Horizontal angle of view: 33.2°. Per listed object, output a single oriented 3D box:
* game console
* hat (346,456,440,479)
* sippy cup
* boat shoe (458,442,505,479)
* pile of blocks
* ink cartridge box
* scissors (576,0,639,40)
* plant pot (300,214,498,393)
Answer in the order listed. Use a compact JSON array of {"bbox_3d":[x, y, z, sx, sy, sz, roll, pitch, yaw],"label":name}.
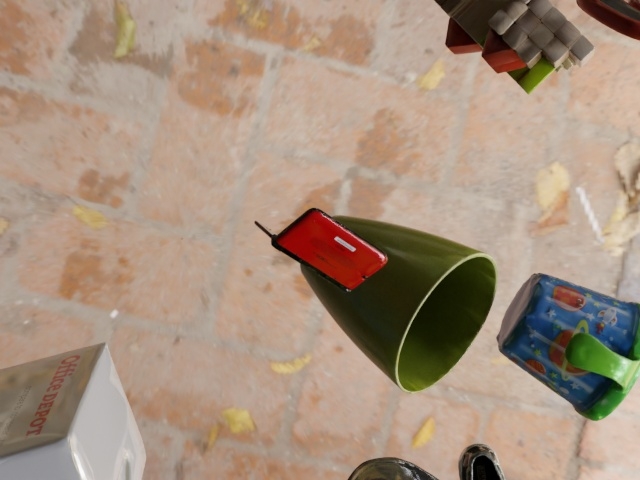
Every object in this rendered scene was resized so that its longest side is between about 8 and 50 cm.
[{"bbox_3d":[0.000,0.000,1.463,0.144,0.085,0.124,33,124,-30],"label":"game console"},{"bbox_3d":[0.162,0.480,1.605,0.331,0.134,0.331,14,70,-43],"label":"hat"},{"bbox_3d":[0.454,0.178,1.967,0.224,0.305,0.240,28,59,-1],"label":"sippy cup"},{"bbox_3d":[0.234,0.392,1.479,0.077,0.070,0.219,-14,89,1],"label":"boat shoe"},{"bbox_3d":[0.219,-0.245,1.295,0.149,0.362,0.112,42,103,-18],"label":"pile of blocks"},{"bbox_3d":[-0.331,0.219,0.959,0.307,0.223,0.129,-15,105,1],"label":"ink cartridge box"},{"bbox_3d":[0.326,-0.150,0.907,0.109,0.297,0.021,2,123,-26],"label":"scissors"},{"bbox_3d":[0.115,0.077,1.907,0.293,0.275,0.275,33,85,32],"label":"plant pot"}]
